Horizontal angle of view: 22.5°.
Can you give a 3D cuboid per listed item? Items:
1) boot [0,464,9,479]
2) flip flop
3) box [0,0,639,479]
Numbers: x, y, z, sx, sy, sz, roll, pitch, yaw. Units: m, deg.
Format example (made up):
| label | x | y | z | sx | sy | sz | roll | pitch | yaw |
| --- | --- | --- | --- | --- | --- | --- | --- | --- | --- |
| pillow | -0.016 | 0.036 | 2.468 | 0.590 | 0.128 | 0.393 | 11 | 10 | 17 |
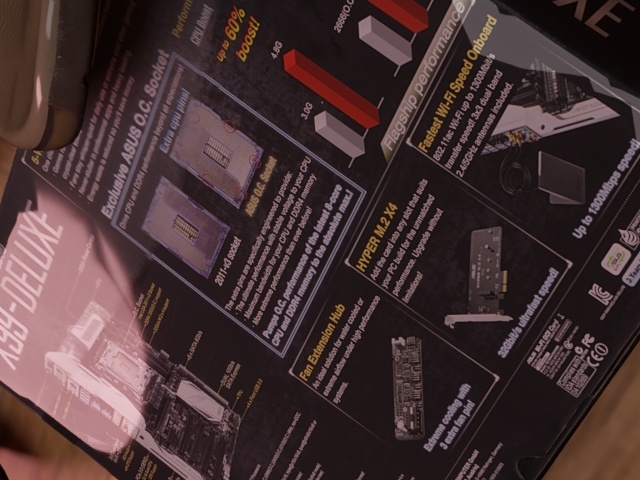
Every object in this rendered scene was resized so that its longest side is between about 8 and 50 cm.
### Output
| label | x | y | z | sx | sy | sz | roll | pitch | yaw |
| --- | --- | --- | --- | --- | --- | --- | --- | --- | --- |
| boot | -0.214 | 0.011 | 0.765 | 0.263 | 0.091 | 0.229 | 47 | 133 | 5 |
| flip flop | -0.159 | -0.112 | 0.601 | 0.277 | 0.080 | 0.112 | 38 | 125 | 44 |
| box | 0.000 | 0.000 | 0.617 | 0.242 | 0.076 | 0.307 | 36 | 131 | 13 |
